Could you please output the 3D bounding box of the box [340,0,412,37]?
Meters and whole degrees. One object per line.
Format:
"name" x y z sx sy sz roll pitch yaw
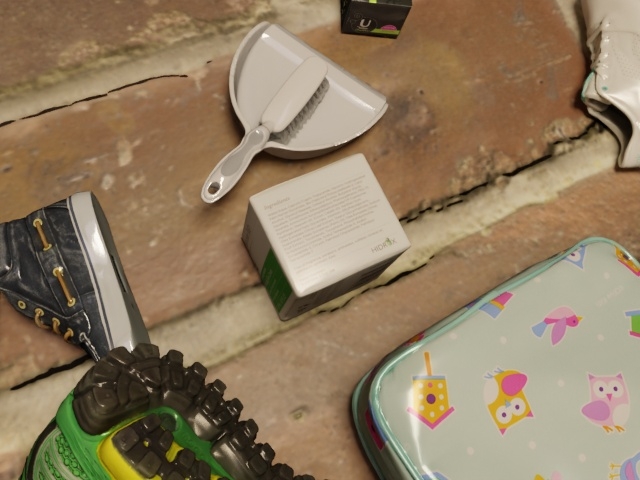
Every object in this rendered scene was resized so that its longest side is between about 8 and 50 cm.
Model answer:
"box" 0.053 -0.254 0.626 0.062 0.052 0.083 2 72 -10

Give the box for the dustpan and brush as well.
"dustpan and brush" -0.040 -0.105 0.557 0.147 0.060 0.211 34 70 1

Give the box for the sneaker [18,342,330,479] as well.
"sneaker" -0.052 0.228 0.436 0.343 0.134 0.146 45 111 -4

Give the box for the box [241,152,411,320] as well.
"box" 0.000 0.000 0.511 0.101 0.101 0.087 -23 78 -16

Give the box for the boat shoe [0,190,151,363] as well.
"boat shoe" -0.188 0.057 0.484 0.083 0.065 0.184 -21 75 -8

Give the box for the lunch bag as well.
"lunch bag" 0.174 0.146 0.490 0.279 0.108 0.224 -28 78 -20

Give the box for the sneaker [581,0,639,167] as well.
"sneaker" 0.303 -0.175 0.642 0.094 0.080 0.212 -18 78 -3
